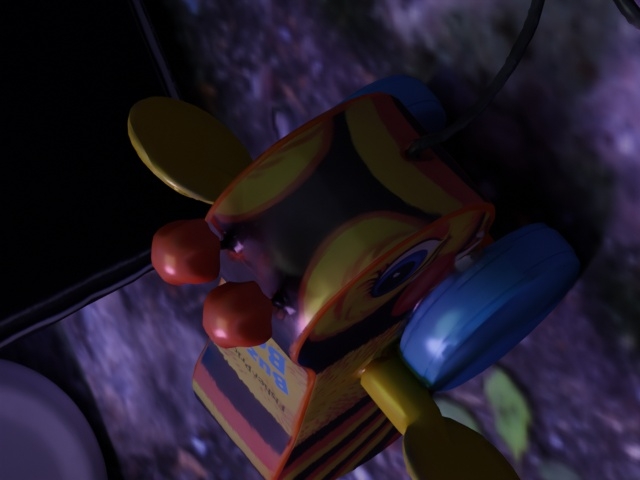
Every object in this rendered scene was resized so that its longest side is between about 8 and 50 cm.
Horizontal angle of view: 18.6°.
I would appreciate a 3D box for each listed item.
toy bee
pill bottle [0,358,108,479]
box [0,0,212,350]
[{"bbox_3d":[0.000,0.000,0.659,0.195,0.162,0.298,35,136,34],"label":"toy bee"},{"bbox_3d":[-0.242,0.136,1.047,0.265,0.153,0.153,-4,109,52],"label":"pill bottle"},{"bbox_3d":[-0.357,-0.142,0.890,0.472,0.297,0.479,-11,103,55],"label":"box"}]
